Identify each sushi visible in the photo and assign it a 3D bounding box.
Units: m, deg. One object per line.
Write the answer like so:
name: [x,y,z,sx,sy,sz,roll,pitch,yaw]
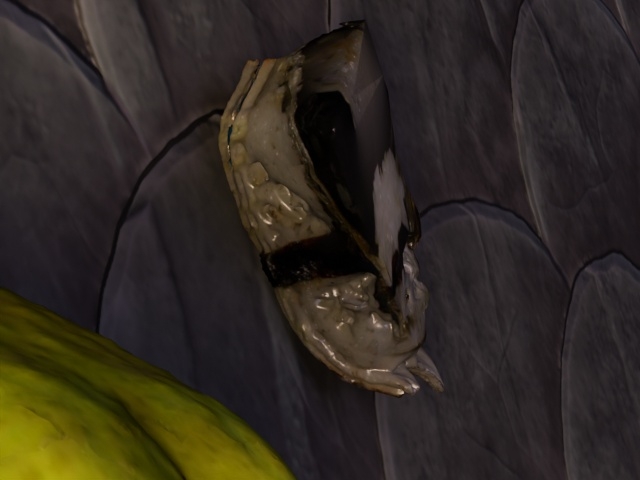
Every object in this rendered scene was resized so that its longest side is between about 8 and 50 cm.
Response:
sushi: [0.007,-0.002,1.219,0.134,0.109,0.273,-69,148,-52]

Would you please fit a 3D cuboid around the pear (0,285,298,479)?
pear: [-0.170,0.170,0.560,0.391,0.391,0.391,33,48,-48]
